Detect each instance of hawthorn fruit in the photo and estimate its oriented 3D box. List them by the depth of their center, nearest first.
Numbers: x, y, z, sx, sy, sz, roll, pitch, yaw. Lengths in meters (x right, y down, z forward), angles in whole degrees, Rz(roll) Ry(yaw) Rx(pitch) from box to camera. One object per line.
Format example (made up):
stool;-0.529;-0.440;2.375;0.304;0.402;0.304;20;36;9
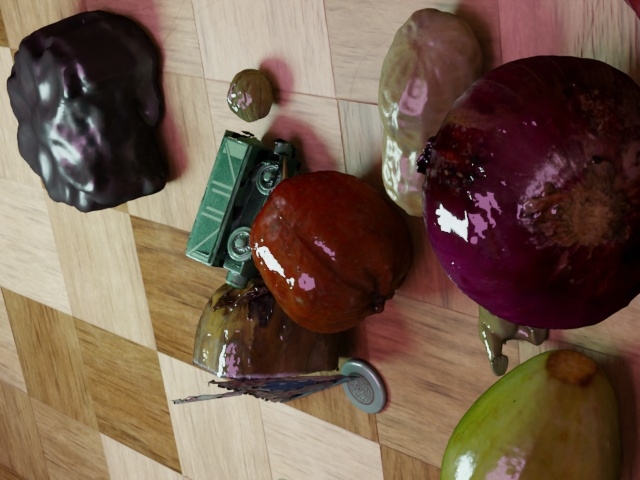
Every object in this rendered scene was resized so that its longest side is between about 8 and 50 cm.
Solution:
hawthorn fruit;0.014;0.018;1.879;0.261;0.258;0.258;23;133;2

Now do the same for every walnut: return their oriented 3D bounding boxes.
walnut;-0.119;-0.248;1.995;0.092;0.092;0.092;26;129;37

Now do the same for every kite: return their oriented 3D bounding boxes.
kite;-0.106;0.271;2.144;0.368;0.406;0.014;-10;75;14

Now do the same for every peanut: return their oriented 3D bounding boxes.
peanut;0.153;-0.176;1.686;0.152;0.152;0.313;30;133;34

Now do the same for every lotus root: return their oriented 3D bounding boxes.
lotus root;-0.098;0.147;2.080;0.272;0.272;0.192;13;109;43

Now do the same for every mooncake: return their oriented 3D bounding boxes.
mooncake;-0.464;-0.246;2.287;0.350;0.212;0.381;7;114;53

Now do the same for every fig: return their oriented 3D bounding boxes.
fig;0.322;0.309;1.701;0.258;0.258;0.326;37;120;28

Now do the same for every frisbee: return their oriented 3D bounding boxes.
frisbee;0.076;0.266;2.127;0.110;0.014;0.110;26;129;36

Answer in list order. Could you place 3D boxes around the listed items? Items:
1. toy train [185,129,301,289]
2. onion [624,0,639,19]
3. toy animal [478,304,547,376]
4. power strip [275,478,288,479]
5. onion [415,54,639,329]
toy train;-0.122;-0.052;2.023;0.154;0.115;0.270;22;95;37
onion;0.436;-0.365;1.202;0.347;0.285;0.348;176;90;-84
toy animal;0.270;0.083;1.763;0.101;0.103;0.219;-138;32;-59
power strip;-0.044;0.524;2.397;0.191;0.030;0.048;0;111;47
onion;0.279;-0.074;1.514;0.385;0.347;0.348;-128;23;-72
